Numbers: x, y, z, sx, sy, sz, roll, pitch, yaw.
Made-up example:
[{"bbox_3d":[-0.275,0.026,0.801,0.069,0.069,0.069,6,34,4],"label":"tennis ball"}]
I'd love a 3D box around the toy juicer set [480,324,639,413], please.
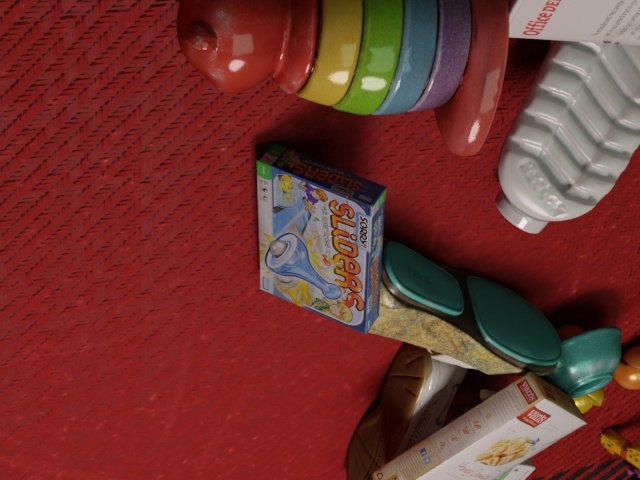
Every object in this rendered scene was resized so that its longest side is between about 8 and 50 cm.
[{"bbox_3d":[0.326,0.169,1.939,0.329,0.089,0.209,-16,157,-16],"label":"toy juicer set"}]

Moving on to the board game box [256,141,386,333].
[{"bbox_3d":[0.000,0.000,1.553,0.035,0.136,0.201,-53,155,-37],"label":"board game box"}]

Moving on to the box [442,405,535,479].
[{"bbox_3d":[0.214,0.297,1.991,0.087,0.102,0.101,14,125,-39],"label":"box"}]

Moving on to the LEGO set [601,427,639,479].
[{"bbox_3d":[0.465,0.311,2.154,0.087,0.093,0.227,-36,144,-30],"label":"LEGO set"}]

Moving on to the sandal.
[{"bbox_3d":[0.315,-0.212,1.498,0.169,0.102,0.416,36,101,-13],"label":"sandal"}]

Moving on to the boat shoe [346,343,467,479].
[{"bbox_3d":[0.116,0.249,1.894,0.096,0.098,0.277,3,131,-28],"label":"boat shoe"}]

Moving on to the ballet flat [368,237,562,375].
[{"bbox_3d":[0.144,0.092,1.740,0.348,0.123,0.123,25,119,-40],"label":"ballet flat"}]

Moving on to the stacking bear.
[{"bbox_3d":[0.010,-0.188,1.341,0.289,0.175,0.164,2,135,-18],"label":"stacking bear"}]

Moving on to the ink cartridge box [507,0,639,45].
[{"bbox_3d":[0.310,-0.252,1.320,0.272,0.115,0.198,3,172,-2],"label":"ink cartridge box"}]

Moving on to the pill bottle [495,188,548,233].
[{"bbox_3d":[0.263,-0.082,1.624,0.086,0.086,0.152,13,126,-36],"label":"pill bottle"}]

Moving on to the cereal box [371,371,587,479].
[{"bbox_3d":[0.201,0.259,1.834,0.240,0.047,0.173,-34,151,15],"label":"cereal box"}]
